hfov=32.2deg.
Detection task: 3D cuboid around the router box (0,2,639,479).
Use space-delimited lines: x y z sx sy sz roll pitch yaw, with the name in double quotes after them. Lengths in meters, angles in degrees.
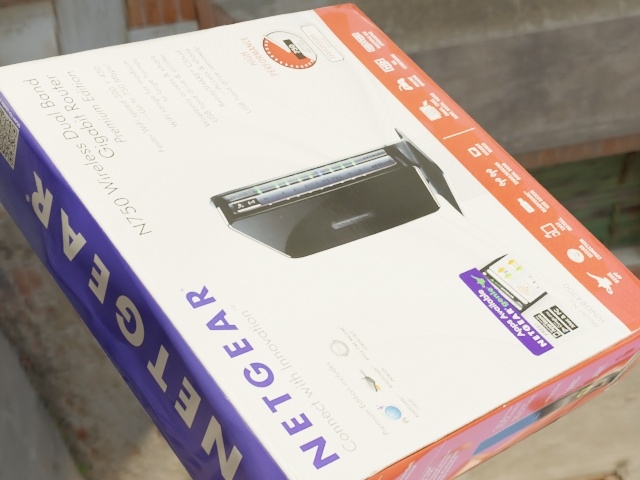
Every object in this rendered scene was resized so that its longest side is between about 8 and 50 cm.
0.000 0.000 0.697 0.335 0.301 0.082 49 -42 25 "router box"
